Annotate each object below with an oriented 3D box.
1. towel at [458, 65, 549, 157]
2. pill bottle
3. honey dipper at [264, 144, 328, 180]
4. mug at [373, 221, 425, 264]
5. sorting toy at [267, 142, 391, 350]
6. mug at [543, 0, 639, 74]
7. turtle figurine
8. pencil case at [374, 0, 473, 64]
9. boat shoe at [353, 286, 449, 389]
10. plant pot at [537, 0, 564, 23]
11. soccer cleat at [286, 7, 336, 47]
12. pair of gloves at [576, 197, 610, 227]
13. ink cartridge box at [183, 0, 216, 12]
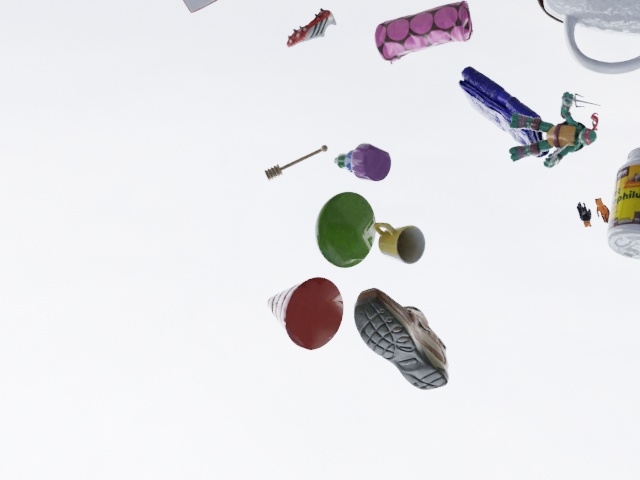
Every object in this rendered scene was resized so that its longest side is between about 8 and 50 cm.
[{"bbox_3d":[0.548,-0.379,2.619,0.308,0.076,0.227,46,179,33],"label":"towel"},{"bbox_3d":[0.641,-0.078,1.730,0.117,0.117,0.214,15,-117,5],"label":"pill bottle"},{"bbox_3d":[-0.056,-0.188,2.056,0.161,0.030,0.030,-26,-149,6],"label":"honey dipper"},{"bbox_3d":[0.124,-0.002,1.399,0.062,0.078,0.064,-25,-163,-30],"label":"mug"},{"bbox_3d":[0.000,0.000,1.465,0.127,0.365,0.126,31,165,-38],"label":"sorting toy"},{"bbox_3d":[0.666,-0.548,1.928,0.328,0.373,0.276,6,172,21],"label":"mug"},{"bbox_3d":[0.548,-0.242,2.006,0.118,0.175,0.234,21,168,-40],"label":"turtle figurine"},{"bbox_3d":[0.227,-0.449,1.885,0.209,0.098,0.095,-8,-148,27],"label":"pencil case"},{"bbox_3d":[0.187,0.210,1.973,0.123,0.324,0.119,-15,-140,33],"label":"boat shoe"},{"bbox_3d":[0.680,-0.685,2.292,0.167,0.167,0.165,25,-117,22],"label":"plant pot"},{"bbox_3d":[-0.013,-0.310,1.294,0.035,0.083,0.029,46,-171,-38],"label":"soccer cleat"},{"bbox_3d":[0.686,-0.070,2.184,0.083,0.074,0.010,-11,-159,45],"label":"pair of gloves"},{"bbox_3d":[-0.248,-0.542,1.640,0.092,0.158,0.218,-26,-150,10],"label":"ink cartridge box"}]
